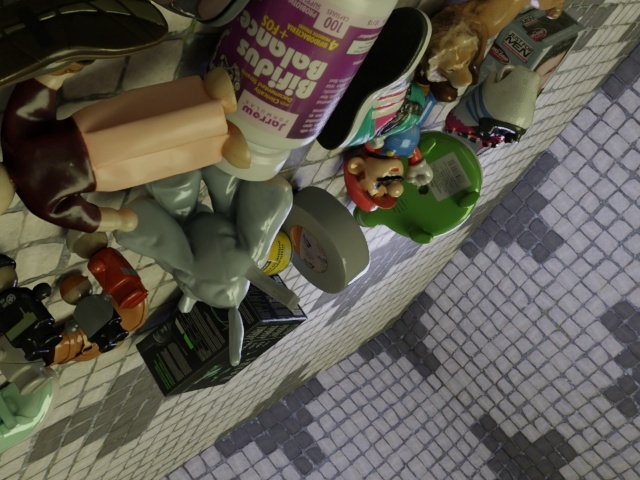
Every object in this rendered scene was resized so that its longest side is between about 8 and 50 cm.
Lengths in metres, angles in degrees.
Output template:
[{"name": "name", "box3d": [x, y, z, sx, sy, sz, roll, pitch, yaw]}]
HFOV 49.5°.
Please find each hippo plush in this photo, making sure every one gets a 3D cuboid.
[{"name": "hippo plush", "box3d": [-0.149, 0.000, 1.051, 0.234, 0.294, 0.236, -44, 180, -12]}]

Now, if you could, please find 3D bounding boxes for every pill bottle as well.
[{"name": "pill bottle", "box3d": [-0.132, 0.016, 1.365, 0.103, 0.103, 0.184, -46, 163, 12]}, {"name": "pill bottle", "box3d": [-0.045, -0.222, 0.864, 0.169, 0.169, 0.301, -23, 154, -48]}]

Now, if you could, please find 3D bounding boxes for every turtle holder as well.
[{"name": "turtle holder", "box3d": [0.240, -0.114, 1.654, 0.320, 0.243, 0.227, -60, 174, 23]}]

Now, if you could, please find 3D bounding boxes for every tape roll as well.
[{"name": "tape roll", "box3d": [0.000, 0.000, 1.422, 0.072, 0.219, 0.219, -35, 162, -27]}]

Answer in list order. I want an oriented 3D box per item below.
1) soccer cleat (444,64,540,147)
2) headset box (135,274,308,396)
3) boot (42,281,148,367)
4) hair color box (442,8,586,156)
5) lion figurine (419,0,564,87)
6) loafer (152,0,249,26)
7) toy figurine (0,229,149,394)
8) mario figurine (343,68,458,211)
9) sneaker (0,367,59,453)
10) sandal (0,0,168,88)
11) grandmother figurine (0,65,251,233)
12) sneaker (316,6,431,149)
[{"name": "soccer cleat", "box3d": [0.339, -0.261, 1.349, 0.331, 0.116, 0.143, -130, -121, -80]}, {"name": "headset box", "box3d": [-0.208, 0.199, 1.467, 0.283, 0.131, 0.246, -40, 163, 14]}, {"name": "boot", "box3d": [-0.386, 0.146, 1.178, 0.152, 0.073, 0.197, -13, 145, -50]}, {"name": "hair color box", "box3d": [0.462, -0.381, 1.703, 0.185, 0.113, 0.374, -31, 159, -33]}, {"name": "lion figurine", "box3d": [0.324, -0.422, 1.279, 0.392, 0.142, 0.240, -47, 166, -5]}, {"name": "loafer", "box3d": [-0.067, -0.335, 0.659, 0.095, 0.109, 0.302, -12, 149, -52]}, {"name": "toy figurine", "box3d": [-0.369, 0.089, 0.967, 0.213, 0.148, 0.209, -32, 166, -38]}, {"name": "mario figurine", "box3d": [0.166, -0.178, 1.410, 0.170, 0.198, 0.320, -82, -164, -54]}, {"name": "sneaker", "box3d": [-0.556, 0.302, 1.137, 0.256, 0.094, 0.151, -42, 160, -4]}, {"name": "sandal", "box3d": [-0.250, -0.184, 0.654, 0.219, 0.090, 0.060, -34, 178, -31]}, {"name": "grandmother figurine", "box3d": [-0.254, -0.095, 0.741, 0.342, 0.208, 0.104, -23, -164, -20]}, {"name": "sneaker", "box3d": [0.128, -0.273, 1.194, 0.178, 0.124, 0.295, -18, 159, -44]}]
